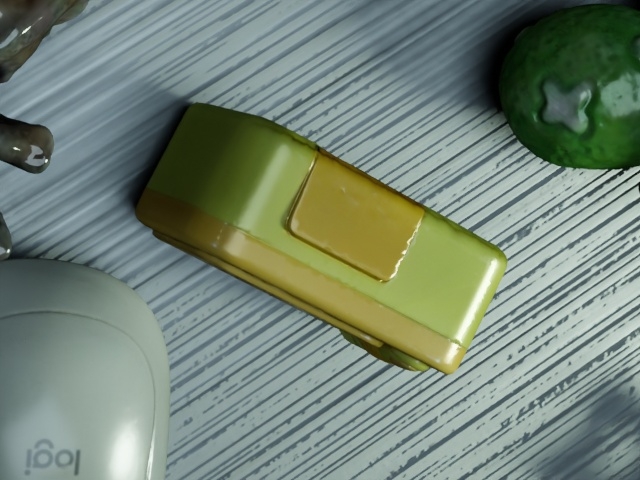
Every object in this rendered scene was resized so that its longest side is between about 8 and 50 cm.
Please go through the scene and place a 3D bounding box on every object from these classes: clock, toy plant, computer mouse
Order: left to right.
[{"bbox_3d":[-0.176,0.160,1.133,0.184,0.121,0.297,7,99,-25],"label":"computer mouse"},{"bbox_3d":[0.000,0.000,1.149,0.202,0.143,0.096,29,89,-25],"label":"clock"},{"bbox_3d":[0.254,-0.099,1.227,0.235,0.175,0.218,41,78,2],"label":"toy plant"}]

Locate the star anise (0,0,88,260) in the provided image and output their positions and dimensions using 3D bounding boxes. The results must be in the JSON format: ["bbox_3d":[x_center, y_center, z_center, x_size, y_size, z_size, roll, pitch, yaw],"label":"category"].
[{"bbox_3d":[-0.279,-0.058,1.040,0.359,0.139,0.316,-29,97,-3],"label":"star anise"}]
